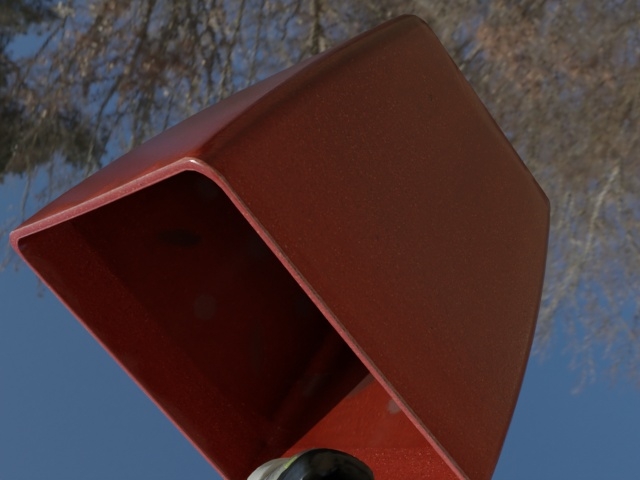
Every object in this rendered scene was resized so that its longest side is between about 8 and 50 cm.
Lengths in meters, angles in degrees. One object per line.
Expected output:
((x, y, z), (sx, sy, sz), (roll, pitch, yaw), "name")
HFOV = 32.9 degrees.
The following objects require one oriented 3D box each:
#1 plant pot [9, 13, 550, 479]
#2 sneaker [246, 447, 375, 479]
((0.000, 0.000, 0.746), (0.267, 0.267, 0.236), (51, -125, -18), "plant pot")
((-0.004, 0.151, 0.397), (0.063, 0.075, 0.170), (12, -125, -15), "sneaker")
